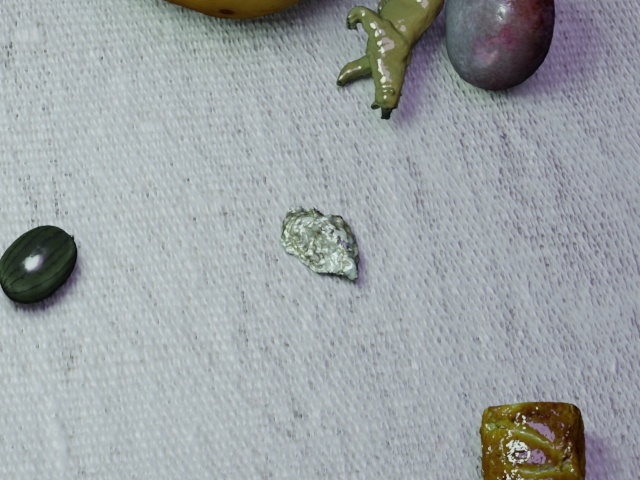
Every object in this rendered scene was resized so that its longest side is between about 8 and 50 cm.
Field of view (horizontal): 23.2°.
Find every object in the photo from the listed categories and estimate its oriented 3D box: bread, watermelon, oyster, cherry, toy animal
[{"bbox_3d":[0.249,0.276,1.790,0.132,0.103,0.172,0,70,1],"label":"bread"},{"bbox_3d":[-0.335,0.027,1.855,0.078,0.078,0.111,36,67,10],"label":"watermelon"},{"bbox_3d":[0.000,0.001,1.921,0.100,0.037,0.098,4,65,-4],"label":"oyster"},{"bbox_3d":[0.235,-0.284,2.004,0.140,0.176,0.176,8,64,-22],"label":"cherry"},{"bbox_3d":[0.093,-0.265,2.005,0.101,0.103,0.219,23,65,16],"label":"toy animal"}]

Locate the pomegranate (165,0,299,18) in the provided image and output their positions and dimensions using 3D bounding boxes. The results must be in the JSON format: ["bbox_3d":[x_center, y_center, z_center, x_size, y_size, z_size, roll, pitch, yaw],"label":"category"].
[{"bbox_3d":[-0.105,-0.488,1.943,0.416,0.417,0.417,2,66,-5],"label":"pomegranate"}]
